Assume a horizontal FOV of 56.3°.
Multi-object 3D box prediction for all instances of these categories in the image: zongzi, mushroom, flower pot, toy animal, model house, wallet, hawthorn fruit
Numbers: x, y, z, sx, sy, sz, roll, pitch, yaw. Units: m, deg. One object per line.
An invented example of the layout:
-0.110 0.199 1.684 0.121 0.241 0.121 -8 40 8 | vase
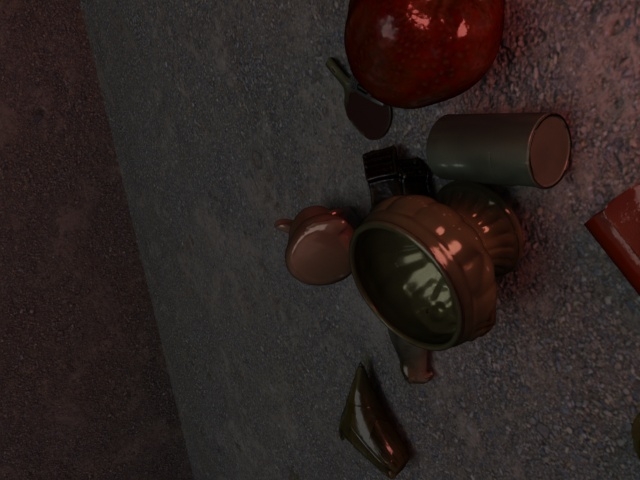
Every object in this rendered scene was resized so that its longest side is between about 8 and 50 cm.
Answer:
0.160 0.486 1.627 0.228 0.115 0.256 32 120 38 | zongzi
0.214 0.247 1.429 0.116 0.093 0.225 13 114 28 | mushroom
0.232 0.033 1.132 0.307 0.244 0.308 39 148 30 | flower pot
0.001 -0.002 1.506 0.213 0.256 0.195 -40 101 15 | toy animal
0.164 -0.131 1.319 0.165 0.106 0.152 -10 86 20 | model house
0.520 0.018 0.924 0.204 0.045 0.142 58 144 16 | wallet
0.165 -0.359 1.066 0.287 0.287 0.330 62 160 12 | hawthorn fruit

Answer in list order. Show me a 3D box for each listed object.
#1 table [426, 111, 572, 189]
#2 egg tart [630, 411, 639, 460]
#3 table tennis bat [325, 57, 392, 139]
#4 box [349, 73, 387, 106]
0.309 -0.162 1.056 0.220 0.126 0.127 14 118 51 | table
0.604 0.344 0.936 0.252 0.098 0.232 -4 107 51 | egg tart
0.084 -0.334 1.381 0.234 0.022 0.131 54 142 20 | table tennis bat
0.125 -0.390 1.269 0.115 0.035 0.178 38 130 34 | box
